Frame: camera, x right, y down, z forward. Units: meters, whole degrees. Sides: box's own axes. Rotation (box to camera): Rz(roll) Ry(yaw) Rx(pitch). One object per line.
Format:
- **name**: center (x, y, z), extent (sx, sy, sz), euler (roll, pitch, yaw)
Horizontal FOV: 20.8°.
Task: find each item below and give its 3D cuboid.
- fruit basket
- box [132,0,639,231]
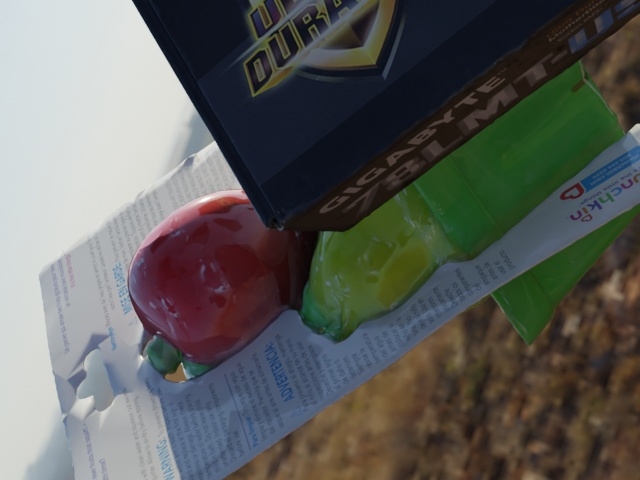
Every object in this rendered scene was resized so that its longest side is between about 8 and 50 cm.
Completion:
- **fruit basket**: center (0.000, 0.000, 0.987), extent (0.353, 0.165, 0.327), euler (-40, 29, 7)
- **box**: center (0.030, -0.202, 0.665), extent (0.295, 0.293, 0.073), euler (-37, -15, 22)
